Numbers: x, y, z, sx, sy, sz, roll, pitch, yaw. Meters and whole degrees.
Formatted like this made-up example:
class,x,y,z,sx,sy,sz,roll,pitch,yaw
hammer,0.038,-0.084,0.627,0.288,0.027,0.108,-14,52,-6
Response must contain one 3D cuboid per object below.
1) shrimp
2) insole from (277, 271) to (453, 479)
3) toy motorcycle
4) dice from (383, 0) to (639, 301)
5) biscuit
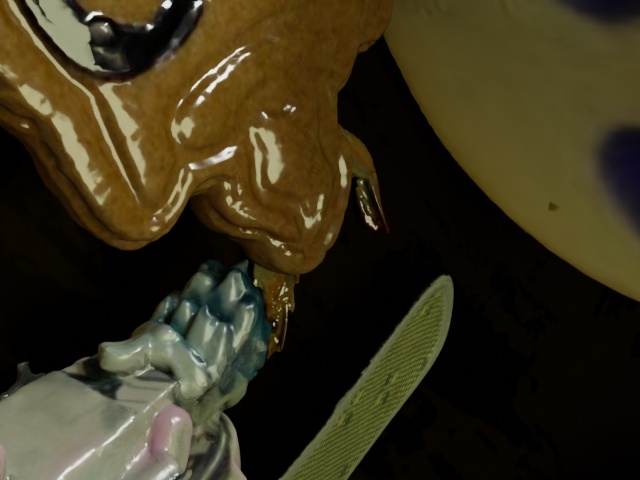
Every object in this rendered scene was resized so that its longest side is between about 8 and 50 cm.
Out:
class,x,y,z,sx,sy,sz,roll,pitch,yaw
shrimp,0.000,0.000,0.792,0.083,0.023,0.114,5,94,-43
insole,-0.020,0.136,0.762,0.322,0.007,0.109,-51,158,-32
toy motorcycle,-0.097,0.085,0.681,0.204,0.108,0.239,-61,157,-6
dice,0.213,-0.147,0.746,0.277,0.304,0.304,-42,125,-24
biscuit,-0.061,-0.114,0.659,0.208,0.041,0.290,-42,113,-35
